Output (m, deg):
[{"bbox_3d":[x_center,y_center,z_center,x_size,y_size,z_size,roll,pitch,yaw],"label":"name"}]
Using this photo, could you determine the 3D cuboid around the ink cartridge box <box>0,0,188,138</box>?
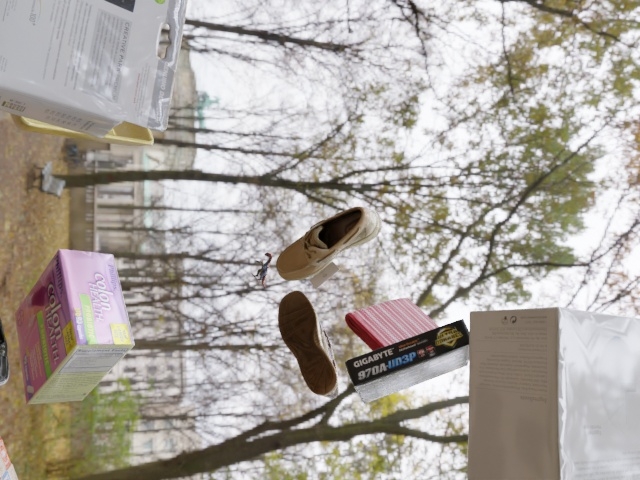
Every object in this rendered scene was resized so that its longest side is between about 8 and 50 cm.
[{"bbox_3d":[-0.370,-0.336,0.964,0.130,0.271,0.310,-5,-106,55],"label":"ink cartridge box"}]

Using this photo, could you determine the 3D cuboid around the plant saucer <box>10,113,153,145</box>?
[{"bbox_3d":[-0.547,-0.334,1.269,0.081,0.333,0.333,-34,-105,25],"label":"plant saucer"}]

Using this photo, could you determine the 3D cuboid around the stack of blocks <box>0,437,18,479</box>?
[{"bbox_3d":[-0.496,0.329,0.845,0.297,0.087,0.171,70,-19,0],"label":"stack of blocks"}]

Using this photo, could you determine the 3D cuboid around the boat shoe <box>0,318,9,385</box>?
[{"bbox_3d":[-0.594,0.192,1.101,0.040,0.049,0.142,-31,-107,34],"label":"boat shoe"}]

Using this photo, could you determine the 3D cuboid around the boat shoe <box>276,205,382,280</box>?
[{"bbox_3d":[0.000,0.000,1.669,0.341,0.110,0.122,-32,-118,21],"label":"boat shoe"}]

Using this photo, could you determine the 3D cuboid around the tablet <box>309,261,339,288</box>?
[{"bbox_3d":[0.011,0.093,1.642,0.006,0.083,0.054,51,-2,-30],"label":"tablet"}]

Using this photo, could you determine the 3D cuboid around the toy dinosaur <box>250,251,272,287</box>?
[{"bbox_3d":[-0.163,0.078,1.759,0.082,0.090,0.047,-44,-139,-2],"label":"toy dinosaur"}]

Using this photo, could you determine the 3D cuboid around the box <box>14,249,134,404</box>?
[{"bbox_3d":[-0.502,0.177,1.219,0.243,0.117,0.214,-42,-124,31],"label":"box"}]

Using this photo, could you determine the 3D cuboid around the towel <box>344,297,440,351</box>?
[{"bbox_3d":[0.192,0.217,1.393,0.199,0.274,0.031,44,-63,26],"label":"towel"}]

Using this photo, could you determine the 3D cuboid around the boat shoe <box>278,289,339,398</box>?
[{"bbox_3d":[-0.026,0.309,1.792,0.342,0.123,0.123,62,4,32],"label":"boat shoe"}]

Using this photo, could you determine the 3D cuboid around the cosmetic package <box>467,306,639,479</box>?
[{"bbox_3d":[0.307,0.205,0.754,0.138,0.224,0.225,-14,-111,55],"label":"cosmetic package"}]

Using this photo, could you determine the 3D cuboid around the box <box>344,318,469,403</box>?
[{"bbox_3d":[0.163,0.224,1.103,0.175,0.220,0.051,67,2,-64],"label":"box"}]
